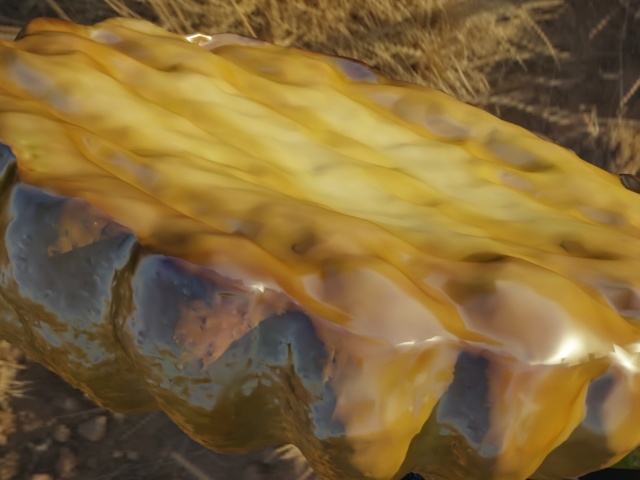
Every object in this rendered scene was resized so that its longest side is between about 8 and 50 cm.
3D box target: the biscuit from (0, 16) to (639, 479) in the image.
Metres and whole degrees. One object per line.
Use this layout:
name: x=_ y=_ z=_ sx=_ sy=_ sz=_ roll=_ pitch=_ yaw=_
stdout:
biscuit: x=0.000 y=0.000 z=0.560 sx=0.325 sy=0.326 sz=0.107 roll=21 pitch=112 yaw=13

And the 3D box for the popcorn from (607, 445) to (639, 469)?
popcorn: x=0.143 y=0.174 z=0.997 sx=0.266 sy=0.192 sz=0.233 roll=5 pitch=52 yaw=-18

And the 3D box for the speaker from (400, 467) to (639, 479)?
speaker: x=0.118 y=0.132 z=0.667 sx=0.191 sy=0.046 sz=0.040 roll=-2 pitch=61 yaw=27
